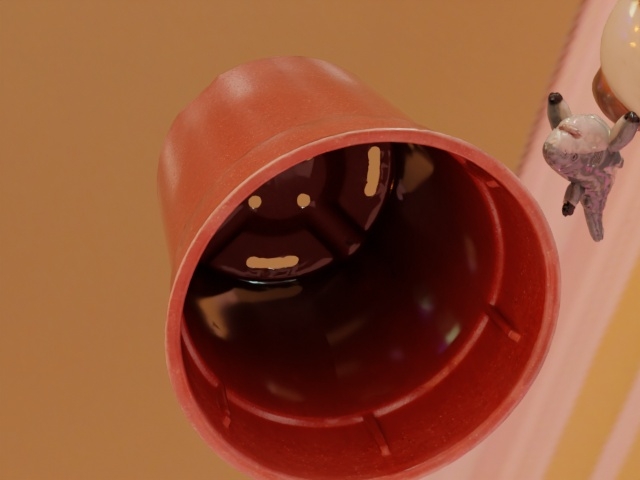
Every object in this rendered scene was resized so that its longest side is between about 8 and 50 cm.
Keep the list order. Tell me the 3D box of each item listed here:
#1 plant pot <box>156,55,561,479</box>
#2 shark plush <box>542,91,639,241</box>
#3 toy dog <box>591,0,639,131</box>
[{"bbox_3d":[0.000,0.000,1.155,0.272,0.265,0.272,-6,-64,-13],"label":"plant pot"},{"bbox_3d":[0.196,-0.050,1.227,0.067,0.073,0.161,-61,-17,-22],"label":"shark plush"},{"bbox_3d":[0.454,-0.121,1.495,0.395,0.408,0.284,-45,-16,-23],"label":"toy dog"}]
